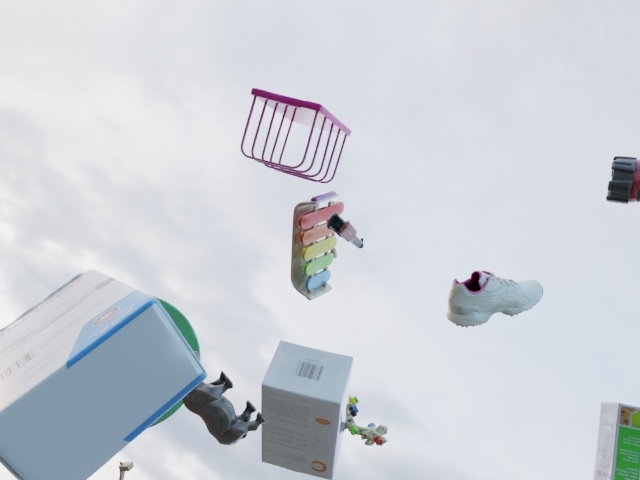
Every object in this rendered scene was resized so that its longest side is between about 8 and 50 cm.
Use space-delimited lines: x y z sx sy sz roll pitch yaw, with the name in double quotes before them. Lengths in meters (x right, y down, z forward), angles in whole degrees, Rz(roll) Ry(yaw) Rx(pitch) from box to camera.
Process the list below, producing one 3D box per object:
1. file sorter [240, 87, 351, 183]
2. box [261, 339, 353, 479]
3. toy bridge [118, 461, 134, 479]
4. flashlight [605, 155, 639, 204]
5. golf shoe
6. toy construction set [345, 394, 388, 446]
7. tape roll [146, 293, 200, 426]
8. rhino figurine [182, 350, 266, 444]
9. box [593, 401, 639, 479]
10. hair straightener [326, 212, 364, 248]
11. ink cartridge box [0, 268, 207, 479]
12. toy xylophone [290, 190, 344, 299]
"file sorter" -0.068 -0.276 1.651 0.202 0.290 0.182 18 -88 18
"box" -0.039 0.474 1.652 0.214 0.168 0.345 11 -53 9
"toy bridge" -0.519 0.686 1.614 0.063 0.026 0.188 -9 -80 19
"flashlight" 0.756 -0.108 1.215 0.304 0.103 0.103 12 -64 27
"golf shoe" 0.492 0.142 1.659 0.115 0.306 0.140 -148 -133 -64
"toy construction set" 0.109 0.645 2.230 0.327 0.151 0.215 38 -23 49
"tape roll" -0.451 0.285 1.417 0.321 0.321 0.077 52 -16 -9
"rhino figurine" -0.235 0.332 1.271 0.243 0.106 0.073 48 -15 -2
"box" 0.828 0.540 1.457 0.261 0.231 0.127 12 -14 8
"hair straightener" 0.065 -0.029 1.576 0.089 0.047 0.230 35 3 24
"ink cartridge box" -0.321 0.165 0.777 0.307 0.223 0.129 8 -48 56
"toy xylophone" 0.000 0.000 1.745 0.081 0.236 0.323 17 -58 33
